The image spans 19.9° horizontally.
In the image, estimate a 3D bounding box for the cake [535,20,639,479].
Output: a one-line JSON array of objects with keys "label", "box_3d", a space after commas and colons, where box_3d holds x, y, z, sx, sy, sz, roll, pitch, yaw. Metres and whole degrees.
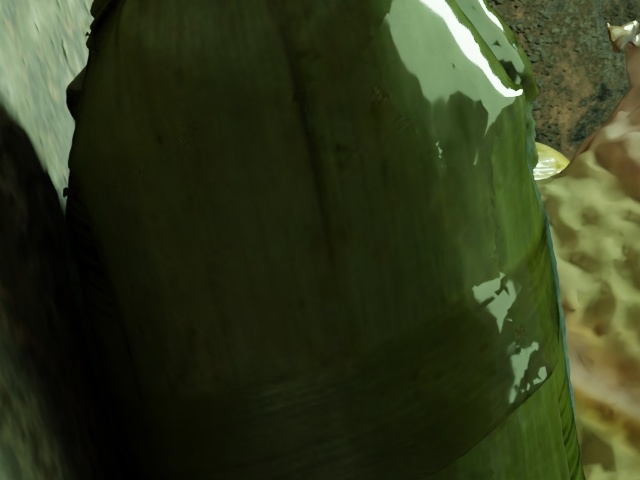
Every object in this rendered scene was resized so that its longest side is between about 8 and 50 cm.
[{"label": "cake", "box_3d": [0.215, 0.113, 0.973, 0.293, 0.307, 0.314, 32, -20, 25]}]

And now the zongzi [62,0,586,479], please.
[{"label": "zongzi", "box_3d": [0.000, 0.000, 0.547, 0.274, 0.125, 0.250, -96, 176, -70]}]

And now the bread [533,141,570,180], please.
[{"label": "bread", "box_3d": [0.116, 0.002, 1.337, 0.236, 0.106, 0.140, 159, -76, -70]}]
